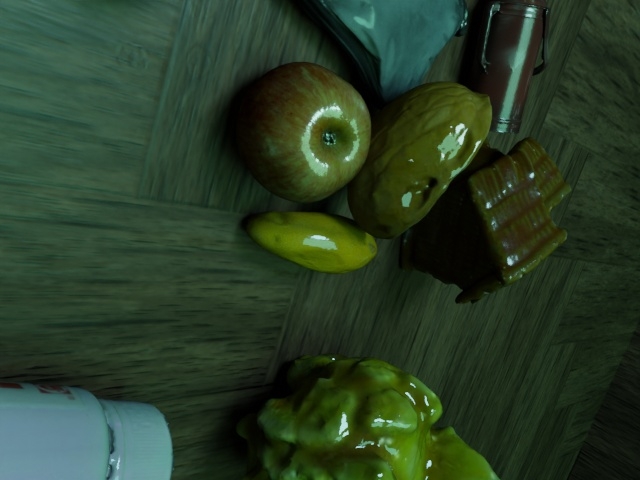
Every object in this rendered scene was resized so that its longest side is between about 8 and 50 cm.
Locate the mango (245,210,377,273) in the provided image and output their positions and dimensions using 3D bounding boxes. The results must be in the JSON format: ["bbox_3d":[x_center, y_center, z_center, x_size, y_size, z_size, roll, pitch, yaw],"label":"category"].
[{"bbox_3d":[0.000,0.000,0.661,0.190,0.098,0.075,14,91,-40],"label":"mango"}]

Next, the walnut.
[{"bbox_3d":[0.092,-0.108,0.618,0.087,0.167,0.211,31,112,-24],"label":"walnut"}]

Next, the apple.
[{"bbox_3d":[-0.016,-0.113,0.565,0.146,0.131,0.146,-17,120,-32],"label":"apple"}]

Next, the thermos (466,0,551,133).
[{"bbox_3d":[0.266,-0.278,0.765,0.124,0.099,0.232,-11,119,-37],"label":"thermos"}]

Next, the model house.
[{"bbox_3d":[0.257,-0.029,0.795,0.199,0.229,0.220,-22,125,-27],"label":"model house"}]

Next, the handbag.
[{"bbox_3d":[0.061,-0.300,0.590,0.332,0.075,0.192,40,78,-43],"label":"handbag"}]

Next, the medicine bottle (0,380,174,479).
[{"bbox_3d":[-0.274,0.205,0.474,0.254,0.152,0.152,25,93,-47],"label":"medicine bottle"}]

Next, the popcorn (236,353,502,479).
[{"bbox_3d":[0.045,0.318,0.705,0.290,0.321,0.326,17,80,-46],"label":"popcorn"}]
